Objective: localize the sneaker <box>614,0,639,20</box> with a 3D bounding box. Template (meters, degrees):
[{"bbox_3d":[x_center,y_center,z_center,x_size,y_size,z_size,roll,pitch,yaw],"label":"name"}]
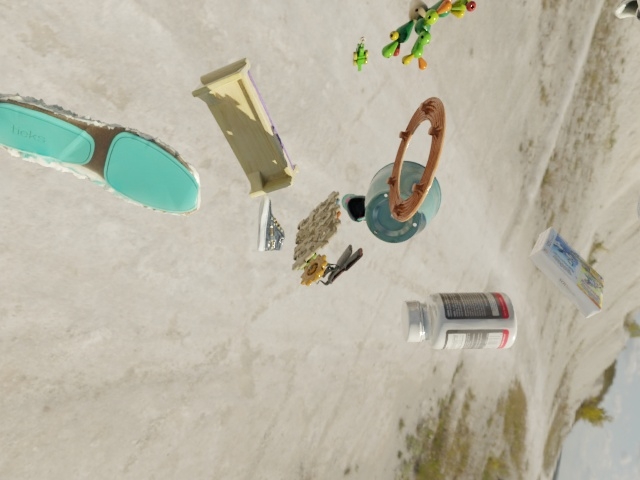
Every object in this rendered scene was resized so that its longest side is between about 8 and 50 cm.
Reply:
[{"bbox_3d":[0.678,-0.441,0.783,0.090,0.095,0.235,45,18,-31],"label":"sneaker"}]

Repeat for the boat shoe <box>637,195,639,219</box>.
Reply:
[{"bbox_3d":[1.175,-0.079,1.416,0.302,0.094,0.109,37,83,-33],"label":"boat shoe"}]

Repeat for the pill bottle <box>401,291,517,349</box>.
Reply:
[{"bbox_3d":[0.424,0.251,1.304,0.176,0.318,0.176,-1,90,-89],"label":"pill bottle"}]

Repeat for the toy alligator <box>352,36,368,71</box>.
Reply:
[{"bbox_3d":[0.150,-0.715,1.563,0.190,0.056,0.051,83,-3,-75],"label":"toy alligator"}]

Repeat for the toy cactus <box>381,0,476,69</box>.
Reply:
[{"bbox_3d":[0.245,-0.507,0.970,0.112,0.219,0.181,30,43,-34],"label":"toy cactus"}]

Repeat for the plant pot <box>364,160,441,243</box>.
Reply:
[{"bbox_3d":[0.272,-0.118,1.437,0.255,0.271,0.272,-49,137,-61],"label":"plant pot"}]

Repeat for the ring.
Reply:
[{"bbox_3d":[0.244,-0.218,1.119,0.336,0.032,0.337,-167,-90,-81],"label":"ring"}]

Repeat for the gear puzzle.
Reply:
[{"bbox_3d":[0.000,0.000,1.064,0.044,0.175,0.339,39,25,-20],"label":"gear puzzle"}]

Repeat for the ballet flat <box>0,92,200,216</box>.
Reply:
[{"bbox_3d":[-0.426,-0.180,0.830,0.408,0.147,0.147,24,74,-18],"label":"ballet flat"}]

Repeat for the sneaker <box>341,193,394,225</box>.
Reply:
[{"bbox_3d":[0.224,-0.116,1.844,0.124,0.295,0.178,-61,-179,9],"label":"sneaker"}]

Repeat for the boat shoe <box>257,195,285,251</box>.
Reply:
[{"bbox_3d":[-0.157,-0.053,1.343,0.083,0.065,0.183,1,107,-18],"label":"boat shoe"}]

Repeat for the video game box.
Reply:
[{"bbox_3d":[0.657,0.076,1.101,0.187,0.205,0.048,-33,168,-47],"label":"video game box"}]

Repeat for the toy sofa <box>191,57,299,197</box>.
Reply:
[{"bbox_3d":[-0.200,-0.326,1.212,0.177,0.150,0.363,-82,152,-52],"label":"toy sofa"}]

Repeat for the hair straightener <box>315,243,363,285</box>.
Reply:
[{"bbox_3d":[0.042,0.085,1.387,0.089,0.230,0.047,20,48,-25],"label":"hair straightener"}]
